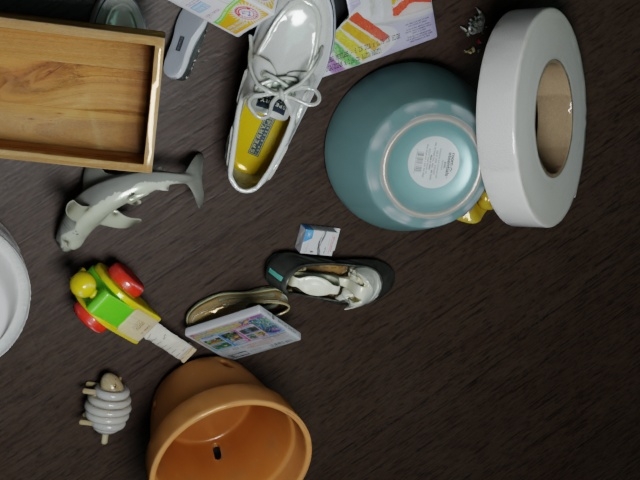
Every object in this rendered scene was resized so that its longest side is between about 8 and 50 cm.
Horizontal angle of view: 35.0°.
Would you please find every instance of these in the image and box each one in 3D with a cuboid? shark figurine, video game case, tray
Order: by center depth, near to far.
[{"bbox_3d":[-0.440,-0.223,1.464,0.411,0.076,0.203,5,109,-11],"label":"tray"},{"bbox_3d":[-0.321,-0.093,1.634,0.278,0.116,0.166,-24,155,-5],"label":"shark figurine"},{"bbox_3d":[-0.137,0.167,1.812,0.157,0.019,0.143,-18,147,23],"label":"video game case"}]

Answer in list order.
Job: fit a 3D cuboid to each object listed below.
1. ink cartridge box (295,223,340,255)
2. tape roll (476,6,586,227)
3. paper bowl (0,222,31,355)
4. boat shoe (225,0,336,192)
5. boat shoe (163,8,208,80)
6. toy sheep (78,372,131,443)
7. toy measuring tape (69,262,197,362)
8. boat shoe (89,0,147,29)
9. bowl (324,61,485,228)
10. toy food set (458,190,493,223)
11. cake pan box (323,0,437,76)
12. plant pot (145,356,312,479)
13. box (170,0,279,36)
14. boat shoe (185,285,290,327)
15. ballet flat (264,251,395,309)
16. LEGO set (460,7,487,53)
[{"bbox_3d":[0.000,0.000,1.865,0.083,0.028,0.048,5,111,-28],"label":"ink cartridge box"},{"bbox_3d":[0.381,-0.213,1.791,0.392,0.072,0.392,-6,97,-58],"label":"tape roll"},{"bbox_3d":[-0.590,0.089,1.558,0.284,0.148,0.284,-11,116,-22],"label":"paper bowl"},{"bbox_3d":[-0.074,-0.232,1.601,0.135,0.156,0.367,20,119,-11],"label":"boat shoe"},{"bbox_3d":[-0.207,-0.321,1.613,0.142,0.049,0.040,-65,157,4],"label":"boat shoe"},{"bbox_3d":[-0.378,0.296,1.792,0.091,0.091,0.132,2,107,-26],"label":"toy sheep"},{"bbox_3d":[-0.328,0.118,1.743,0.121,0.121,0.330,-46,146,0],"label":"toy measuring tape"},{"bbox_3d":[-0.304,-0.246,1.560,0.096,0.088,0.268,-1,105,-27],"label":"boat shoe"},{"bbox_3d":[0.172,-0.143,1.758,0.311,0.163,0.312,-3,108,-9],"label":"bowl"},{"bbox_3d":[0.271,-0.111,1.916,0.218,0.071,0.128,37,94,-33],"label":"toy food set"},{"bbox_3d":[0.049,-0.415,1.674,0.267,0.070,0.246,-20,118,-15],"label":"cake pan box"},{"bbox_3d":[-0.184,0.346,1.823,0.291,0.203,0.291,-10,122,-17],"label":"plant pot"},{"bbox_3d":[-0.167,-0.409,1.526,0.203,0.114,0.103,23,68,-32],"label":"box"},{"bbox_3d":[-0.147,0.129,1.829,0.190,0.072,0.068,-17,119,-18],"label":"boat shoe"},{"bbox_3d":[0.031,0.083,1.877,0.280,0.096,0.095,5,109,-27],"label":"ballet flat"},{"bbox_3d":[0.281,-0.375,1.826,0.054,0.023,0.083,-23,121,-14],"label":"LEGO set"}]
